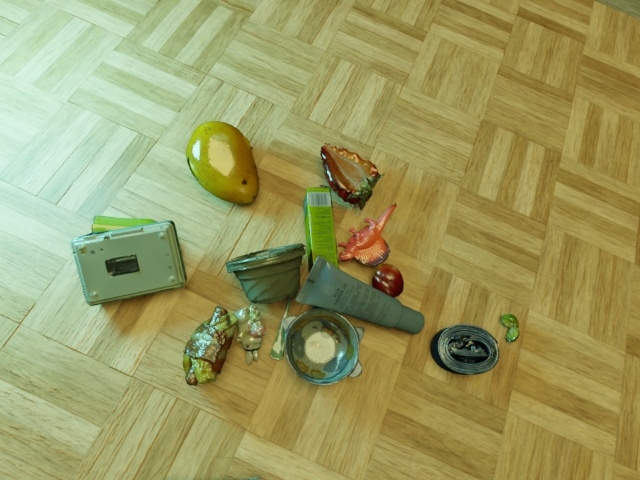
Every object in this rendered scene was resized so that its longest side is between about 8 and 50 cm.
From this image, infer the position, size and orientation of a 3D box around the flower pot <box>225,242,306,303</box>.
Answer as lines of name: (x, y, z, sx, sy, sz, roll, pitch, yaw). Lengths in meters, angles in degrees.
flower pot: (-0.142, 0.096, 1.151, 0.236, 0.235, 0.140, -12, 93, -13)

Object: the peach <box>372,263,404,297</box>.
peach: (0.207, 0.123, 1.243, 0.101, 0.100, 0.100, 3, 68, -7)

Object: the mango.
mango: (-0.305, -0.236, 1.283, 0.191, 0.160, 0.290, -32, 85, -26)

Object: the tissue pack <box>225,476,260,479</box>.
tissue pack: (-0.266, 0.668, 0.933, 0.257, 0.123, 0.214, 3, 70, -6)

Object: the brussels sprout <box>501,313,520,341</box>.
brussels sprout: (0.591, 0.270, 1.271, 0.051, 0.046, 0.083, -4, 79, -14)

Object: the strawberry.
strawberry: (0.074, -0.210, 1.357, 0.228, 0.098, 0.174, 32, 66, 8)

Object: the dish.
dish: (0.010, 0.293, 1.147, 0.228, 0.086, 0.236, -28, 74, -19)

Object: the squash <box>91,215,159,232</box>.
squash: (-0.548, -0.022, 1.190, 0.188, 0.095, 0.095, 3, 68, -11)

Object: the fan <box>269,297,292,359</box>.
fan: (-0.106, 0.248, 1.186, 0.038, 0.016, 0.193, 15, 68, -5)

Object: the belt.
belt: (0.426, 0.319, 1.201, 0.191, 0.082, 0.141, 8, 72, -4)

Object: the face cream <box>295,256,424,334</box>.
face cream: (0.126, 0.174, 1.150, 0.386, 0.086, 0.135, 24, 98, -22)

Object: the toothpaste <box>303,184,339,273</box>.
toothpaste: (0.000, 0.000, 1.251, 0.078, 0.110, 0.327, -1, 68, -11)

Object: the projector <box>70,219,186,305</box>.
projector: (-0.514, 0.057, 1.115, 0.257, 0.099, 0.191, -11, 99, -13)

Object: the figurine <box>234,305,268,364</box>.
figurine: (-0.191, 0.257, 1.124, 0.081, 0.098, 0.146, -9, 68, -25)

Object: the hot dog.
hot dog: (-0.297, 0.275, 1.080, 0.103, 0.146, 0.213, 28, 59, -26)

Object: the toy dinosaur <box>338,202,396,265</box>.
toy dinosaur: (0.181, -0.006, 1.290, 0.286, 0.070, 0.139, -34, 66, -20)
